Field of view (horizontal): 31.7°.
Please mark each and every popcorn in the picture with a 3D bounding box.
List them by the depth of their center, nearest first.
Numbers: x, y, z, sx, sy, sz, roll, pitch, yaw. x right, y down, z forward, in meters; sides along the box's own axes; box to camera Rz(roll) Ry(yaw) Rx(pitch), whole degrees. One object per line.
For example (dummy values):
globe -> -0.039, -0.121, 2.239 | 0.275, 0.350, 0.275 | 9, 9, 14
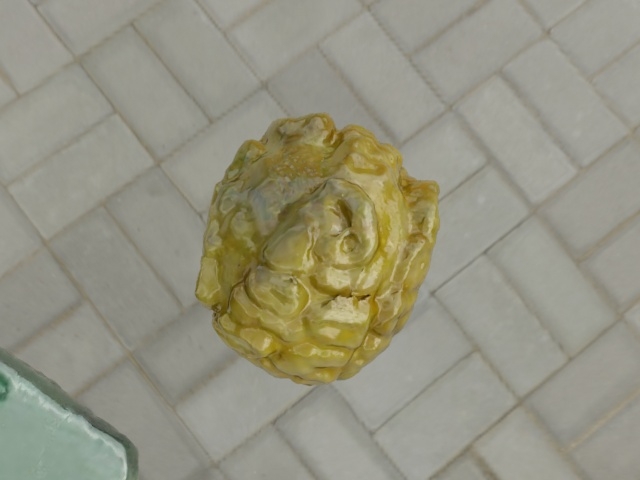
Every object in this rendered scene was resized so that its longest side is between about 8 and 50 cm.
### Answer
popcorn -> 0.000, 0.000, 1.024 | 0.250, 0.190, 0.250 | -13, 62, 25

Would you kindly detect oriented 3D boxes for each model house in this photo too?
model house -> -0.335, 0.209, 1.127 | 0.267, 0.325, 0.194 | 38, 78, -4
